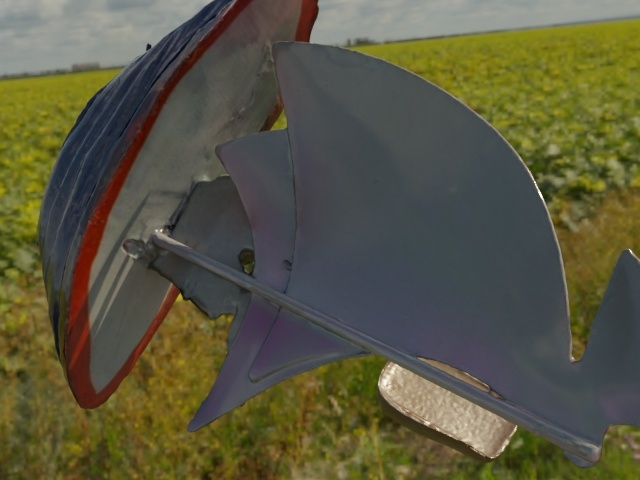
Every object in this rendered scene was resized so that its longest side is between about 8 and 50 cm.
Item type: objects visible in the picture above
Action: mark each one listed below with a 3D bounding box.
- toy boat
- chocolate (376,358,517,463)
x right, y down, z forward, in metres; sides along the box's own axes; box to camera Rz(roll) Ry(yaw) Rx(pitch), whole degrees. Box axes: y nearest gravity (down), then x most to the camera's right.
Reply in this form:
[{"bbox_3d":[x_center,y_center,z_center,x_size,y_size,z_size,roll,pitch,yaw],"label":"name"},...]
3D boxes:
[{"bbox_3d":[-0.004,-0.026,0.403,0.318,0.219,0.072,-4,-19,36],"label":"toy boat"},{"bbox_3d":[0.087,0.118,0.674,0.101,0.031,0.064,26,48,11],"label":"chocolate"}]
